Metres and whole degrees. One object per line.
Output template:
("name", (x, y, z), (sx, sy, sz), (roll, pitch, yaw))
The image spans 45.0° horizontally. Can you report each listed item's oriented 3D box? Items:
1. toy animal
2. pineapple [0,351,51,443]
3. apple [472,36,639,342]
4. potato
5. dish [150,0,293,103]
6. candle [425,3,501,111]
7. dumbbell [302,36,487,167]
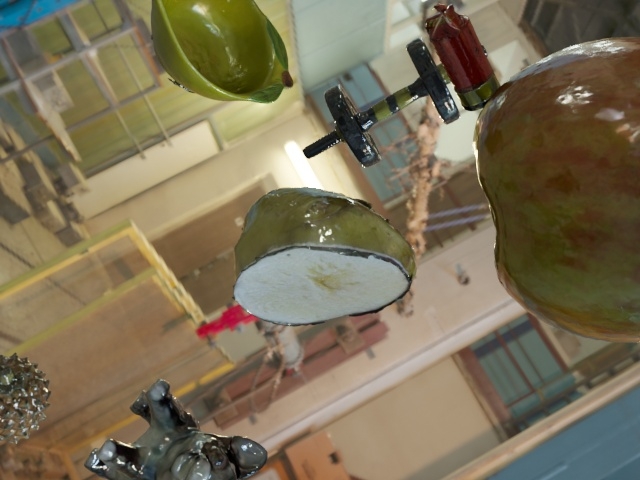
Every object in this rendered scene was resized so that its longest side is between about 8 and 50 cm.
("toy animal", (-0.221, 0.391, 1.313), (0.303, 0.194, 0.344), (38, -22, -6))
("pineapple", (-0.572, 0.283, 1.402), (0.166, 0.166, 0.193), (59, -33, 25))
("apple", (0.270, -0.054, 0.734), (0.301, 0.302, 0.301), (61, -7, 12))
("potato", (0.000, 0.000, 1.237), (0.246, 0.300, 0.196), (37, 48, -44))
("dish", (-0.127, -0.221, 0.877), (0.208, 0.080, 0.148), (34, 56, -38))
("candle", (0.159, -0.211, 0.875), (0.130, 0.052, 0.052), (54, -2, -30))
("dumbbell", (0.114, -0.215, 1.220), (0.143, 0.325, 0.143), (58, 12, -20))
